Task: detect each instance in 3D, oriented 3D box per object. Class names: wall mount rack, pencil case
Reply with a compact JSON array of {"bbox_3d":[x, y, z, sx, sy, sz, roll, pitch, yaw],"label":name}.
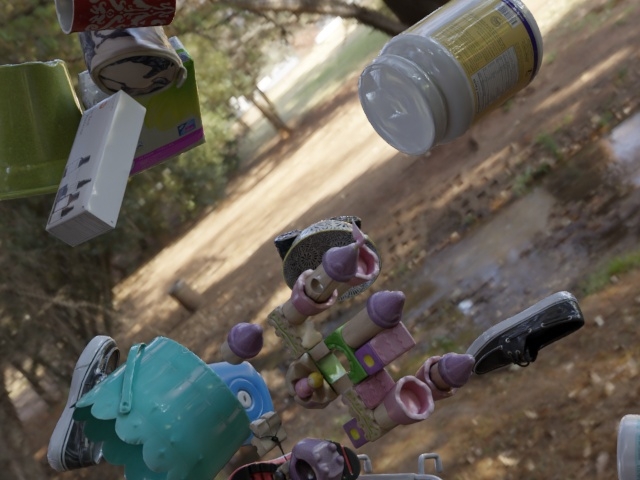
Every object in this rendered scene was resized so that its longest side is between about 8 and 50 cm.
[{"bbox_3d":[0.174,0.644,1.905,0.350,0.304,0.130,-12,-17,35],"label":"wall mount rack"},{"bbox_3d":[-0.369,-0.449,1.531,0.184,0.410,0.160,-12,-22,-17],"label":"pencil case"}]

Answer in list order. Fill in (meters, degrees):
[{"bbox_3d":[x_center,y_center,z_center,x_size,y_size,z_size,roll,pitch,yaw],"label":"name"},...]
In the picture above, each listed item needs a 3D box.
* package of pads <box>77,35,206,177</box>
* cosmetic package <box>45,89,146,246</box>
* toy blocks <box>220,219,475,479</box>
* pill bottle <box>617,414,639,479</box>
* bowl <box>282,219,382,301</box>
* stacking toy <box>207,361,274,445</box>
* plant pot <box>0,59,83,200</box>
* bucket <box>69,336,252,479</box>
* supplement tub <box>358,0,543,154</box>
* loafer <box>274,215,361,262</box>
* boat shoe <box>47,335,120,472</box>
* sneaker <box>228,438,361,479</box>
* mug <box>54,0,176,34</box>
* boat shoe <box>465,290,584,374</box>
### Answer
[{"bbox_3d":[-0.373,-0.272,1.760,0.229,0.101,0.296,-26,-25,-16],"label":"package of pads"},{"bbox_3d":[-0.344,-0.114,1.287,0.099,0.060,0.239,-19,49,31],"label":"cosmetic package"},{"bbox_3d":[0.050,0.156,1.194,0.309,0.288,0.260,-26,-13,-41],"label":"toy blocks"},{"bbox_3d":[0.670,0.388,1.474,0.264,0.146,0.146,-2,28,28],"label":"pill bottle"},{"bbox_3d":[0.016,0.021,1.432,0.170,0.170,0.080,-39,34,25],"label":"bowl"},{"bbox_3d":[-0.256,0.383,1.746,0.302,0.175,0.166,-32,-22,32],"label":"stacking toy"},{"bbox_3d":[-0.586,-0.229,1.694,0.276,0.253,0.276,-8,11,2],"label":"plant pot"},{"bbox_3d":[-0.263,0.307,1.402,0.183,0.281,0.281,-44,7,-29],"label":"bucket"},{"bbox_3d":[0.262,-0.342,1.687,0.331,0.241,0.241,-37,4,-25],"label":"supplement tub"},{"bbox_3d":[0.000,0.000,1.586,0.170,0.061,0.062,-17,16,2],"label":"loafer"},{"bbox_3d":[-0.486,0.359,1.840,0.119,0.121,0.335,0,49,10],"label":"boat shoe"},{"bbox_3d":[-0.068,0.519,1.855,0.314,0.115,0.136,-7,-19,-20],"label":"sneaker"},{"bbox_3d":[-0.321,-0.402,1.318,0.169,0.113,0.150,-9,-50,-29],"label":"mug"},{"bbox_3d":[0.358,0.179,1.456,0.229,0.080,0.076,-33,42,13],"label":"boat shoe"}]
